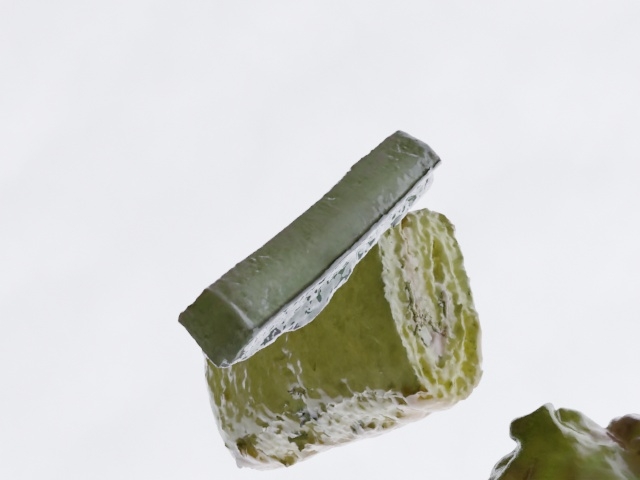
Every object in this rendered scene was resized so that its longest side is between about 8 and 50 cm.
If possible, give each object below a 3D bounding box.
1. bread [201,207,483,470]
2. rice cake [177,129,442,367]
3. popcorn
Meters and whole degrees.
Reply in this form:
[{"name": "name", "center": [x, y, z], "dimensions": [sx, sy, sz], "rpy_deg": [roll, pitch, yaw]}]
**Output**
[{"name": "bread", "center": [0.008, 0.128, 1.421], "dimensions": [0.375, 0.165, 0.236], "rpy_deg": [-27, -113, 47]}, {"name": "rice cake", "center": [0.000, 0.000, 0.683], "dimensions": [0.047, 0.036, 0.207], "rpy_deg": [31, -132, 18]}, {"name": "popcorn", "center": [0.115, 0.119, 0.522], "dimensions": [0.089, 0.109, 0.097], "rpy_deg": [23, -57, 18]}]
